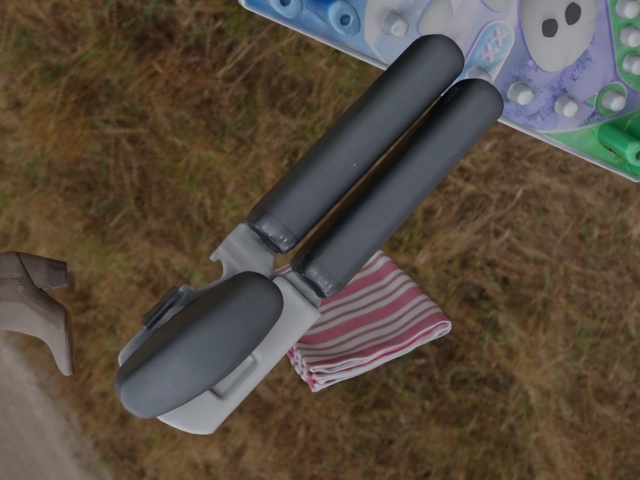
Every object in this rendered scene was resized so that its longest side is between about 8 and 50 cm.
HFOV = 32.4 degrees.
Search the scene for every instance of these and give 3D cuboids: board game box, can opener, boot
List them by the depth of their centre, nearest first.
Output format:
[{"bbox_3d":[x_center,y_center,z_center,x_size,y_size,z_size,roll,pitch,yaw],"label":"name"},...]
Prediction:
[{"bbox_3d":[0.000,0.000,0.623,0.074,0.280,0.093,46,169,-18],"label":"can opener"},{"bbox_3d":[0.193,-0.255,0.714,0.390,0.050,0.389,19,108,-30],"label":"board game box"},{"bbox_3d":[-0.266,0.066,0.977,0.087,0.118,0.042,-5,162,-11],"label":"boot"}]

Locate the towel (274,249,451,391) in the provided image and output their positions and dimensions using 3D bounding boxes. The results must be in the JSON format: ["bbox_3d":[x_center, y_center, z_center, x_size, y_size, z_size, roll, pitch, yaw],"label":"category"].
[{"bbox_3d":[0.020,0.059,1.056,0.197,0.144,0.029,-130,21,-54],"label":"towel"}]
